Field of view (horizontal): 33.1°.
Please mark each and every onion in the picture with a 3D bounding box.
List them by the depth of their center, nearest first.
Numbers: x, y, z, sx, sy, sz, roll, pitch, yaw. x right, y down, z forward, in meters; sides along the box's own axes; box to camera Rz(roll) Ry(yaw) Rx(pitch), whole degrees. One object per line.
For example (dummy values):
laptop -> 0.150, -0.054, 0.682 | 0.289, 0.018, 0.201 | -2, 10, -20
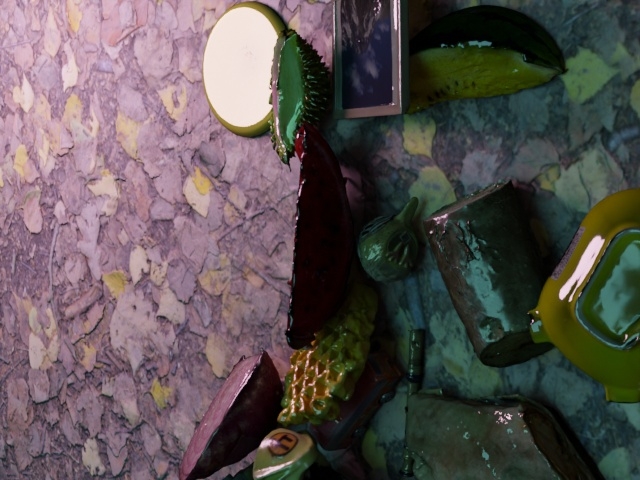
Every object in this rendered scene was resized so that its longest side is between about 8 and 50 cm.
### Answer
onion -> -0.137, 0.318, 1.821 | 0.247, 0.111, 0.250 | -61, 10, -17

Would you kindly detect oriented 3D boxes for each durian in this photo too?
durian -> -0.033, -0.231, 1.737 | 0.137, 0.096, 0.220 | -117, 33, -70

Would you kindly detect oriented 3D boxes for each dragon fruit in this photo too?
dragon fruit -> 0.000, 0.000, 1.671 | 0.282, 0.100, 0.343 | 123, 150, -85

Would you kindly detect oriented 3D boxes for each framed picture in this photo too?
framed picture -> 0.071, -0.284, 1.597 | 0.281, 0.019, 0.208 | -172, 80, -71

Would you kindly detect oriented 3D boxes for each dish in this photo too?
dish -> 0.375, 0.062, 1.294 | 0.221, 0.108, 0.262 | 42, 103, 20

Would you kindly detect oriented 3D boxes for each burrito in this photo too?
burrito -> 0.254, 0.295, 1.505 | 0.348, 0.107, 0.175 | 2, 109, 46

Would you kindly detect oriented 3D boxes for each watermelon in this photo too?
watermelon -> 0.200, -0.255, 1.524 | 0.301, 0.123, 0.129 | -5, 123, 44

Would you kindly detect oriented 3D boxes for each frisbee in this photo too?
frisbee -> -0.130, -0.297, 1.872 | 0.236, 0.017, 0.236 | 5, 97, 44

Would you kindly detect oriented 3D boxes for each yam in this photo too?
yam -> 0.234, 0.039, 1.468 | 0.154, 0.154, 0.254 | -30, 70, 42

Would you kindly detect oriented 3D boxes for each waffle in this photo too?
waffle -> 0.003, 0.205, 1.680 | 0.229, 0.057, 0.219 | -49, 20, 37

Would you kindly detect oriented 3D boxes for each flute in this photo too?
flute -> 0.141, 0.249, 1.658 | 0.027, 0.027, 0.233 | 11, 101, 43

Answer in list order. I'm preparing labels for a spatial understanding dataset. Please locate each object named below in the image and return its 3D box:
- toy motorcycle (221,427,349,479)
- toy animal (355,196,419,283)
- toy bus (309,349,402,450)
toy motorcycle -> -0.048, 0.436, 1.735 | 0.237, 0.169, 0.410 | 49, 143, 5
toy animal -> 0.102, -0.004, 1.632 | 0.098, 0.098, 0.137 | 14, 83, 43
toy bus -> 0.053, 0.257, 1.709 | 0.065, 0.077, 0.192 | 53, 126, 30
